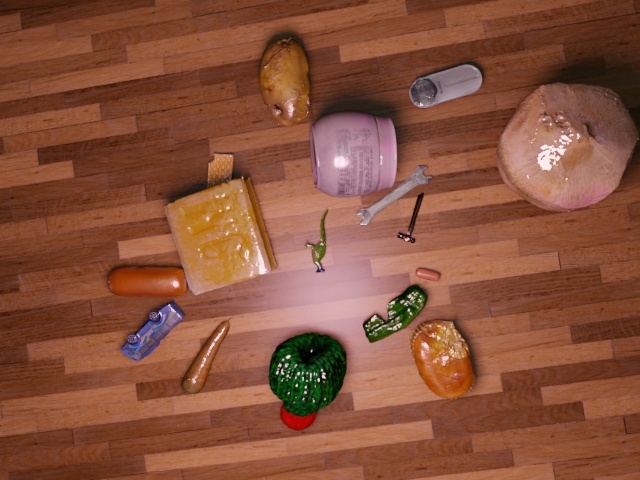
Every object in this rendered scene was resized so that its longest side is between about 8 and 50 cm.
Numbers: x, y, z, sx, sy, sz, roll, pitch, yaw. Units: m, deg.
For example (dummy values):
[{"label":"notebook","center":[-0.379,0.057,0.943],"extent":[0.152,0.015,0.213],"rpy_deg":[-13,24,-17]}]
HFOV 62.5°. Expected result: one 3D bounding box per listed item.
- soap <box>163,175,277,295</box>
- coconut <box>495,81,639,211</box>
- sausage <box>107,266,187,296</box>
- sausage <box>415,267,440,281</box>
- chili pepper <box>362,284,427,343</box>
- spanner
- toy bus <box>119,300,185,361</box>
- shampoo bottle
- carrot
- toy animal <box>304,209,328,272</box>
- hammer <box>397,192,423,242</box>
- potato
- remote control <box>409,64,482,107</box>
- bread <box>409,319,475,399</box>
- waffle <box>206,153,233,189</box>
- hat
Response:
[{"label":"soap","center":[-0.330,-0.015,1.759],"extent":[0.293,0.156,0.335],"rpy_deg":[-16,92,4]},{"label":"coconut","center":[0.741,-0.289,1.597],"extent":[0.404,0.404,0.405],"rpy_deg":[0,88,4]},{"label":"sausage","center":[-0.589,0.142,1.803],"extent":[0.274,0.105,0.105],"rpy_deg":[0,88,4]},{"label":"sausage","center":[0.360,0.115,1.774],"extent":[0.083,0.034,0.034],"rpy_deg":[14,89,5]},{"label":"chili pepper","center":[0.251,0.249,1.756],"extent":[0.253,0.083,0.099],"rpy_deg":[-39,85,7]},{"label":"spanner","center":[0.248,-0.153,1.797],"extent":[0.301,0.017,0.071],"rpy_deg":[-35,86,2]},{"label":"toy bus","center":[-0.573,0.312,1.807],"extent":[0.094,0.079,0.236],"rpy_deg":[45,92,2]},{"label":"shampoo bottle","center":[0.105,-0.275,1.683],"extent":[0.266,0.273,0.273],"rpy_deg":[-4,88,-6]},{"label":"carrot","center":[-0.380,0.382,1.804],"extent":[0.078,0.078,0.298],"rpy_deg":[28,84,4]},{"label":"toy animal","center":[-0.017,0.000,1.800],"extent":[0.074,0.041,0.217],"rpy_deg":[3,85,2]},{"label":"hammer","center":[0.314,-0.081,1.788],"extent":[0.065,0.021,0.179],"rpy_deg":[18,89,5]},{"label":"potato","center":[-0.120,-0.531,1.770],"extent":[0.172,0.140,0.301],"rpy_deg":[-6,84,-1]},{"label":"remote control","center":[0.420,-0.516,1.778],"extent":[0.247,0.052,0.104],"rpy_deg":[-15,86,4]},{"label":"bread","center":[0.396,0.384,1.717],"extent":[0.178,0.133,0.250],"rpy_deg":[-21,86,7]},{"label":"waffle","center":[-0.349,-0.236,1.836],"extent":[0.092,0.021,0.135],"rpy_deg":[3,89,4]},{"label":"hat","center":[-0.045,0.482,1.692],"extent":[0.242,0.274,0.333],"rpy_deg":[25,116,34]}]
